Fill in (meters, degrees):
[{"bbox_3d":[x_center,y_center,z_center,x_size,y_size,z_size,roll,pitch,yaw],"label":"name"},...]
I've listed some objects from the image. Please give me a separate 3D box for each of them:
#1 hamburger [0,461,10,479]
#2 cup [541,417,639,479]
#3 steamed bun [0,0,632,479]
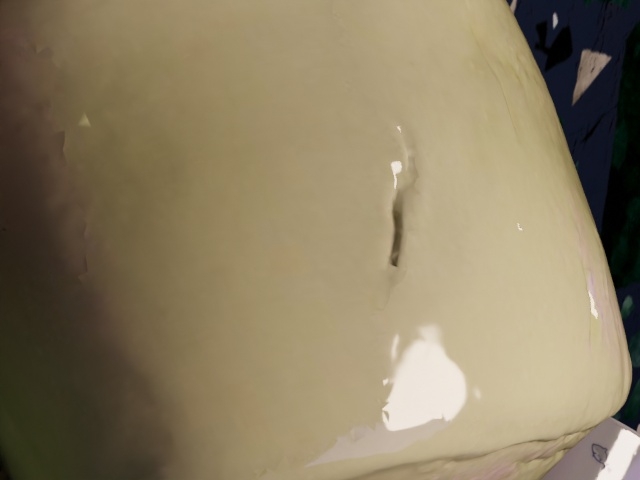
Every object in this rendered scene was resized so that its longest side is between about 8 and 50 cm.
[{"bbox_3d":[-0.172,0.149,1.090,0.113,0.177,0.185,-47,167,-23],"label":"hamburger"},{"bbox_3d":[0.179,0.316,1.646,0.317,0.212,0.212,-61,146,-16],"label":"cup"},{"bbox_3d":[0.000,0.000,1.017,0.456,0.290,0.371,-4,68,-60],"label":"steamed bun"}]
